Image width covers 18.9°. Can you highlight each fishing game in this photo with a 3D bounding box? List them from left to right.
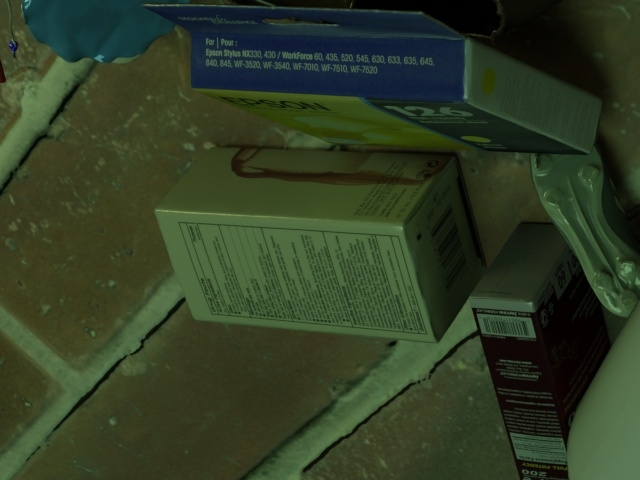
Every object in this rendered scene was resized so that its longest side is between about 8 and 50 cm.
[{"bbox_3d":[-0.202,-0.252,1.822,0.189,0.264,0.041,82,160,-44],"label":"fishing game"}]

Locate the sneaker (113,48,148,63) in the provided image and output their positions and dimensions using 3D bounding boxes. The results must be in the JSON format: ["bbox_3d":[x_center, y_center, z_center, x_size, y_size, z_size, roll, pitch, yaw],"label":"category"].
[{"bbox_3d":[-0.195,-0.299,1.868,0.118,0.110,0.292,6,129,19],"label":"sneaker"}]

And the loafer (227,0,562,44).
[{"bbox_3d":[0.041,-0.247,1.723,0.366,0.130,0.133,5,127,31],"label":"loafer"}]

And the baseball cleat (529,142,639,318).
[{"bbox_3d":[0.254,-0.020,1.811,0.072,0.109,0.206,-21,83,12],"label":"baseball cleat"}]

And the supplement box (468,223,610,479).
[{"bbox_3d":[0.228,0.117,1.899,0.073,0.130,0.239,3,127,32],"label":"supplement box"}]

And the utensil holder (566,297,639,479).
[{"bbox_3d":[0.418,0.114,1.634,0.328,0.327,0.385,31,139,9],"label":"utensil holder"}]

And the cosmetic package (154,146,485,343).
[{"bbox_3d":[0.000,0.000,1.958,0.296,0.129,0.153,5,128,30],"label":"cosmetic package"}]

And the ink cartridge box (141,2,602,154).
[{"bbox_3d":[0.045,-0.138,1.704,0.304,0.307,0.072,7,86,37],"label":"ink cartridge box"}]
